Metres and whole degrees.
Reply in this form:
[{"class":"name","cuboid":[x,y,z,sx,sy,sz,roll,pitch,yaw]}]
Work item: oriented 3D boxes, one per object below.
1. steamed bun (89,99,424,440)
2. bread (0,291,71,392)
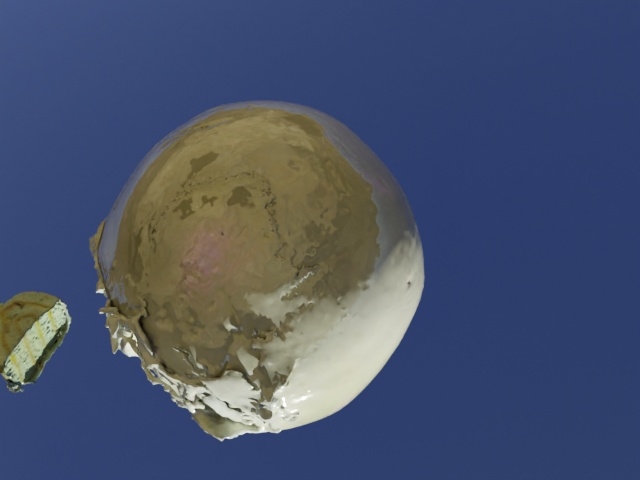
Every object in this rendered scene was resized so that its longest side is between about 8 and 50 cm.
[{"class":"steamed bun","cuboid":[-0.068,0.020,0.851,0.334,0.233,0.312,35,-72,7]},{"class":"bread","cuboid":[-0.476,0.149,1.320,0.110,0.103,0.156,19,-132,13]}]
